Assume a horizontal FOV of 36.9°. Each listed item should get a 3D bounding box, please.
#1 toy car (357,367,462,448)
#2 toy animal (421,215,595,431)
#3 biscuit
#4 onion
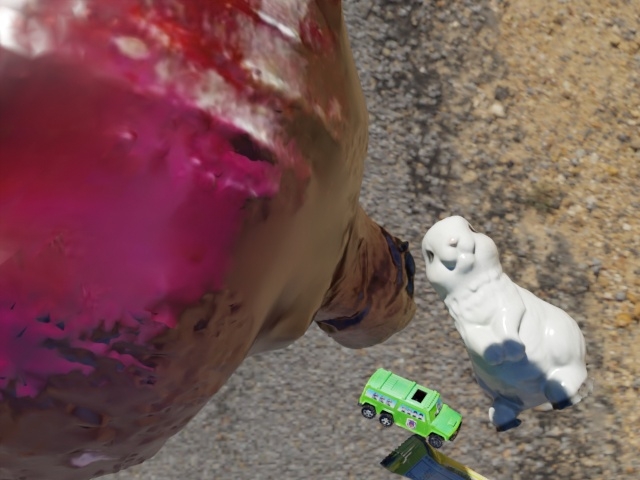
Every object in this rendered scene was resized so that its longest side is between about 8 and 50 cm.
[{"bbox_3d":[0.143,0.263,1.510,0.165,0.071,0.063,22,124,19],"label":"toy car"},{"bbox_3d":[0.293,0.116,1.573,0.193,0.258,0.357,-32,89,25],"label":"toy animal"},{"bbox_3d":[0.182,0.253,0.864,0.048,0.292,0.026,-51,20,20],"label":"biscuit"},{"bbox_3d":[-0.086,-0.041,0.564,0.398,0.420,0.399,-43,36,43],"label":"onion"}]
